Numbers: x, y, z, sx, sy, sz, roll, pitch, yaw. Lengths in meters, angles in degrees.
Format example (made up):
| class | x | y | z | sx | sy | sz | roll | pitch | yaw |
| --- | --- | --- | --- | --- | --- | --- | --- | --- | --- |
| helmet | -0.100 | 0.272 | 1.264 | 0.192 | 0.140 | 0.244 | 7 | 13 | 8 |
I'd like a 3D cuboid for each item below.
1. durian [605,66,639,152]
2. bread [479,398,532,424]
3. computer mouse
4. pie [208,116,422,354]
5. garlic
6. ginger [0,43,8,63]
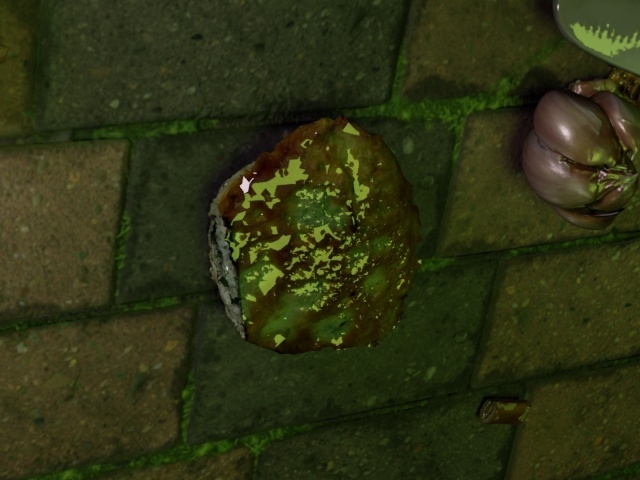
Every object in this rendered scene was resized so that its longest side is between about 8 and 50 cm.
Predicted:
| class | x | y | z | sx | sy | sz | roll | pitch | yaw |
| --- | --- | --- | --- | --- | --- | --- | --- | --- | --- |
| durian | 0.511 | -0.235 | 2.052 | 0.139 | 0.144 | 0.252 | -11 | 120 | -55 |
| bread | 0.296 | 0.275 | 2.258 | 0.083 | 0.036 | 0.047 | 7 | 121 | -38 |
| computer mouse | 0.474 | -0.311 | 1.902 | 0.331 | 0.095 | 0.197 | 15 | 88 | -15 |
| pie | 0.000 | 0.000 | 1.845 | 0.288 | 0.103 | 0.354 | -23 | 124 | -21 |
| garlic | 0.362 | -0.113 | 1.991 | 0.160 | 0.191 | 0.214 | 10 | 126 | -11 |
| ginger | -0.380 | -0.276 | 1.445 | 0.118 | 0.065 | 0.298 | -10 | 125 | -25 |
